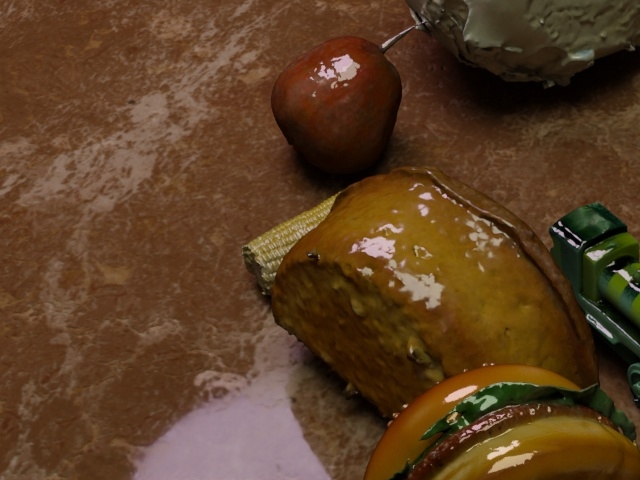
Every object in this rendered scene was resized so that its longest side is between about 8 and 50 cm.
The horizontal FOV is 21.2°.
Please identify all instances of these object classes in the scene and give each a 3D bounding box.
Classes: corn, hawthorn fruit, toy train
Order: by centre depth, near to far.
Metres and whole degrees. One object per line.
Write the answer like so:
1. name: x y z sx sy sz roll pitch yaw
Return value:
1. toy train: 0.292 0.067 1.598 0.083 0.132 0.200 -27 42 -20
2. corn: 0.000 0.000 1.773 0.165 0.063 0.085 -24 67 -18
3. hawthorn fruit: 0.020 -0.168 1.881 0.149 0.189 0.149 13 7 -2

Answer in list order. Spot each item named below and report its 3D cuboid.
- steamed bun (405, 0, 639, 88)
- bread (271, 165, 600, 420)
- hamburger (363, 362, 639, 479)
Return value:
1. steamed bun: 0.221 -0.320 1.970 0.334 0.233 0.312 20 19 -29
2. bread: 0.101 0.050 1.582 0.194 0.179 0.340 -36 57 -27
3. hamburger: 0.146 0.202 1.396 0.246 0.246 0.170 -21 40 -15
